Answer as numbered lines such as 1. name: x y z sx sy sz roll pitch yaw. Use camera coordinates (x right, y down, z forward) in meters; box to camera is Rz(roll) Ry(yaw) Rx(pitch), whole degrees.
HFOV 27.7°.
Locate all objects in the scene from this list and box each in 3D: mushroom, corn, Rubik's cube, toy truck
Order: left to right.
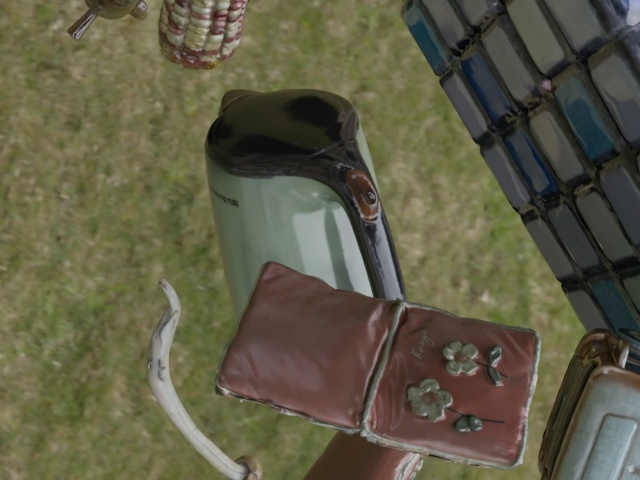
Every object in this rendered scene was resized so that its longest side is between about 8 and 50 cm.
1. mushroom: -0.127 0.148 1.265 0.068 0.043 0.306 -25 129 -3
2. corn: -0.085 -0.244 1.089 0.079 0.079 0.237 -27 150 -40
3. Rubik's cube: 0.255 -0.124 0.775 0.287 0.292 0.293 -29 85 -10
4. toy truck: 0.240 0.134 0.650 0.140 0.257 0.108 -27 136 -77

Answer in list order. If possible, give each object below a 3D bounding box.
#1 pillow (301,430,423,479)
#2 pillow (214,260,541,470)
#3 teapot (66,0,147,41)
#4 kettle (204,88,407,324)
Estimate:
1. pillow: 0.062 0.294 1.699 0.075 0.179 0.171 42 73 -28
2. pillow: 0.046 0.095 0.969 0.043 0.232 0.126 104 2 -51
3. teapot: -0.242 -0.269 1.491 0.085 0.080 0.110 40 72 -15
4. kettle: 0.000 0.000 1.216 0.165 0.240 0.255 -27 128 -26
